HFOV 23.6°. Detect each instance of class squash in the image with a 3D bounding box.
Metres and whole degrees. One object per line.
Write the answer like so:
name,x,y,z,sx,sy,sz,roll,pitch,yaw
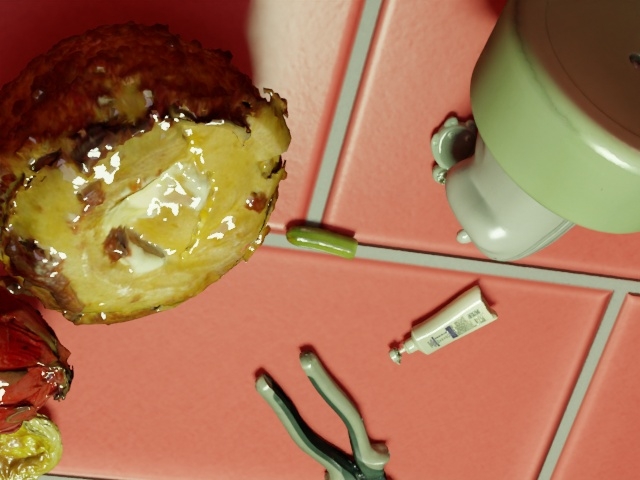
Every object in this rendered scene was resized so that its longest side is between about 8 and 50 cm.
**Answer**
squash,0.000,0.000,1.765,0.083,0.027,0.027,15,120,-16

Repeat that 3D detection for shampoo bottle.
shampoo bottle,0.143,0.107,1.855,0.141,0.034,0.049,-31,129,13

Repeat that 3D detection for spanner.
spanner,0.032,0.265,1.939,0.096,0.040,0.325,-27,122,11

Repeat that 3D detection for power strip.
power strip,0.149,-0.098,1.719,0.055,0.035,0.083,9,119,-14

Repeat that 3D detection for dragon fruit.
dragon fruit,-0.383,0.138,1.716,0.209,0.172,0.172,-14,125,10

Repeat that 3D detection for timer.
timer,0.251,-0.095,1.628,0.291,0.291,0.315,18,139,-19

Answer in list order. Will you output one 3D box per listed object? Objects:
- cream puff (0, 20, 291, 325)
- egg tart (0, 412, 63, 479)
cream puff,-0.209,-0.076,1.563,0.350,0.228,0.350,-21,139,-20
egg tart,-0.378,0.248,1.859,0.130,0.052,0.130,-4,122,-7
